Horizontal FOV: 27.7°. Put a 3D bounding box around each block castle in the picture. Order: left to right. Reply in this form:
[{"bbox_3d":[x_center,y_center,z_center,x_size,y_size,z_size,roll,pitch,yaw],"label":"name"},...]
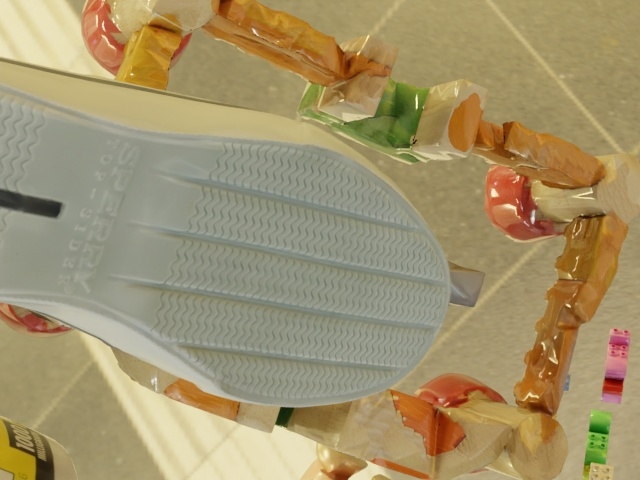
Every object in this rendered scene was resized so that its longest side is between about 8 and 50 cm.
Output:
[{"bbox_3d":[0.000,0.000,1.014,0.213,0.453,0.303,0,70,69],"label":"block castle"}]

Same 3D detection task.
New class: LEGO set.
[{"bbox_3d":[0.223,0.150,1.148,0.087,0.227,0.093,8,128,12],"label":"LEGO set"}]

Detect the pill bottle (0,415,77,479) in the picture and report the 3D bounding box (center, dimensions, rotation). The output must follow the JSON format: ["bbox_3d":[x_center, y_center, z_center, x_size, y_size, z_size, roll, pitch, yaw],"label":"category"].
[{"bbox_3d":[-0.356,0.172,0.913,0.188,0.334,0.188,-35,39,35],"label":"pill bottle"}]

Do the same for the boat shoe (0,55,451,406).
[{"bbox_3d":[-0.056,-0.014,0.365,0.076,0.226,0.083,34,98,47],"label":"boat shoe"}]

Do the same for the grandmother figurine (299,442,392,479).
[{"bbox_3d":[-0.054,0.364,1.299,0.208,0.104,0.342,33,90,29],"label":"grandmother figurine"}]
